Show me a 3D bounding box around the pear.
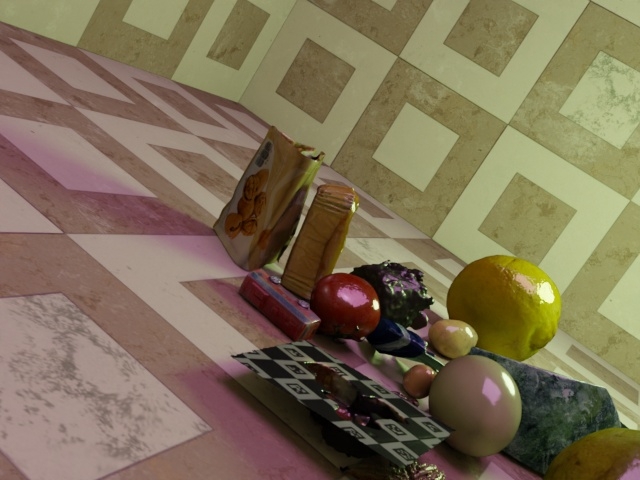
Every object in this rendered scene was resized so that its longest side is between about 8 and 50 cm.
[{"bbox_3d":[0.519,0.481,1.358,0.375,0.287,0.287,-8,38,-41],"label":"pear"}]

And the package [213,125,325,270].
[{"bbox_3d":[-0.097,-0.089,1.891,0.165,0.311,0.221,20,16,-34],"label":"package"}]

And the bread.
[{"bbox_3d":[0.000,0.000,1.875,0.119,0.288,0.152,22,13,-4],"label":"bread"}]

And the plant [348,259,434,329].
[{"bbox_3d":[0.179,0.150,1.957,0.233,0.204,0.178,12,21,-38],"label":"plant"}]

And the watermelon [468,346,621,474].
[{"bbox_3d":[0.483,0.380,1.787,0.387,0.229,0.258,23,4,-2],"label":"watermelon"}]

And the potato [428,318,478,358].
[{"bbox_3d":[0.361,0.267,2.140,0.147,0.112,0.112,16,19,-32],"label":"potato"}]

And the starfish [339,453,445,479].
[{"bbox_3d":[0.144,0.392,1.243,0.227,0.043,0.240,7,11,-38],"label":"starfish"}]

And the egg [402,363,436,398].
[{"bbox_3d":[0.217,0.304,1.688,0.071,0.083,0.071,16,43,-15],"label":"egg"}]

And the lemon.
[{"bbox_3d":[0.547,0.203,2.334,0.347,0.348,0.348,31,13,-8],"label":"lemon"}]

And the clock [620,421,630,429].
[{"bbox_3d":[0.792,0.539,2.187,0.325,0.067,0.325,33,13,-9],"label":"clock"}]

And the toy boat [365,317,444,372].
[{"bbox_3d":[0.213,0.270,1.808,0.210,0.070,0.291,19,-18,47],"label":"toy boat"}]

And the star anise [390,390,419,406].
[{"bbox_3d":[0.180,0.343,1.507,0.124,0.056,0.129,25,14,-34],"label":"star anise"}]

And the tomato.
[{"bbox_3d":[0.052,0.145,1.715,0.167,0.167,0.167,31,13,-8],"label":"tomato"}]

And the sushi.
[{"bbox_3d":[0.035,0.294,1.328,0.339,0.069,0.320,29,9,20],"label":"sushi"}]

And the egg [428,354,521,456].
[{"bbox_3d":[0.311,0.334,1.565,0.186,0.186,0.242,31,23,-6],"label":"egg"}]

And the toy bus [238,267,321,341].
[{"bbox_3d":[-0.089,0.135,1.638,0.192,0.065,0.077,38,21,24],"label":"toy bus"}]
